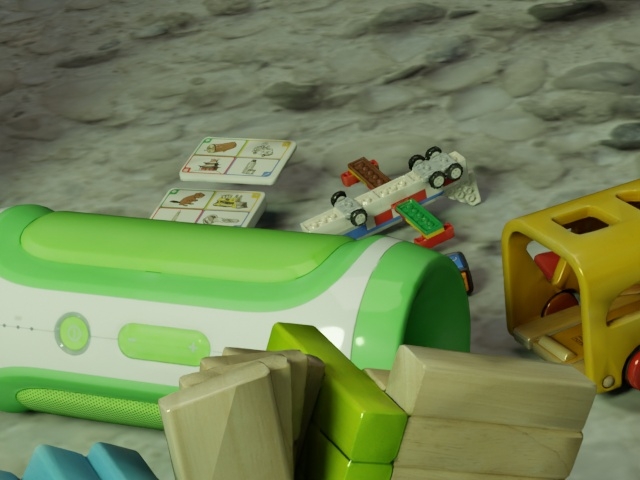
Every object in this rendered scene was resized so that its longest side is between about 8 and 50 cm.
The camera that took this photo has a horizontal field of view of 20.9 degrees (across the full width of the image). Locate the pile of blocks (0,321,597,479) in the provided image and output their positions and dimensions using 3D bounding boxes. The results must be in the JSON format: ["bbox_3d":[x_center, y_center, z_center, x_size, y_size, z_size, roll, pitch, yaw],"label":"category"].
[{"bbox_3d":[-0.077,0.105,0.663,0.362,0.149,0.112,-17,28,-20],"label":"pile of blocks"}]

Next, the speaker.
[{"bbox_3d":[-0.073,0.049,0.970,0.297,0.131,0.131,5,27,25],"label":"speaker"}]

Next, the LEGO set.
[{"bbox_3d":[0.000,0.000,1.178,0.244,0.060,0.182,3,39,23],"label":"LEGO set"}]

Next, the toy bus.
[{"bbox_3d":[0.205,0.008,1.006,0.191,0.104,0.202,2,27,18],"label":"toy bus"}]

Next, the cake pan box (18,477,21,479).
[{"bbox_3d":[-0.115,0.205,0.714,0.267,0.070,0.246,9,27,30],"label":"cake pan box"}]
